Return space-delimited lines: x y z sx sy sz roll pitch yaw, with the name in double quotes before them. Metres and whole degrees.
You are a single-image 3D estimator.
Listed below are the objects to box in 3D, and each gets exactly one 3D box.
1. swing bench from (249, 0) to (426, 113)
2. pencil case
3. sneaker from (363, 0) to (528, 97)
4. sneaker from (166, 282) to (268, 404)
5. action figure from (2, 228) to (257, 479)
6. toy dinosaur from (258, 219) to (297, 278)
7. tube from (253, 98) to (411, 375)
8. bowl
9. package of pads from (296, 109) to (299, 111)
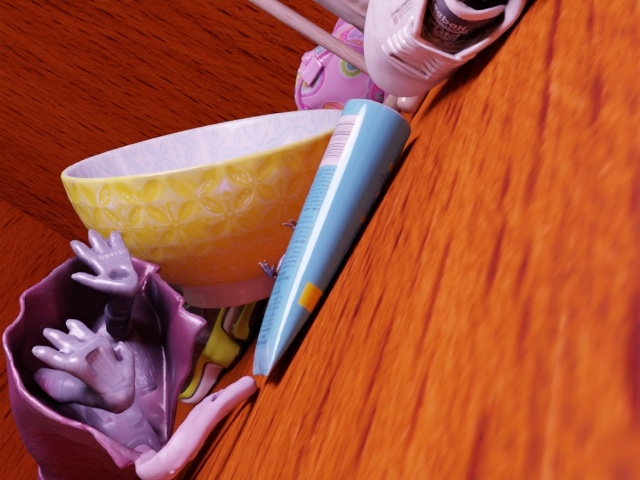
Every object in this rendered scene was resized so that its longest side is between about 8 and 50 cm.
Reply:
"swing bench" 0.036 -0.283 0.803 0.255 0.253 0.165 -58 5 5
"pencil case" 0.052 -0.229 1.112 0.124 0.124 0.284 -55 6 33
"sneaker" 0.076 -0.147 0.574 0.235 0.090 0.095 128 163 -65
"sneaker" -0.156 0.106 1.082 0.111 0.121 0.300 -61 5 -34
"action figure" -0.181 0.190 0.780 0.248 0.275 0.370 -35 -36 -52
"toy dinosaur" -0.013 0.009 0.746 0.082 0.047 0.090 -39 -19 -37
"tube" 0.000 0.000 0.633 0.080 0.052 0.207 121 175 -78
"bowl" -0.095 -0.025 0.893 0.289 0.289 0.156 -74 -27 -73
"package of pads" -0.078 -0.041 1.355 0.296 0.101 0.229 -54 6 35
